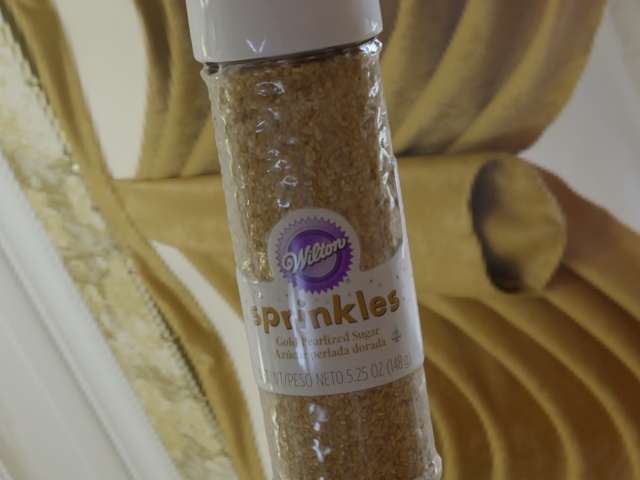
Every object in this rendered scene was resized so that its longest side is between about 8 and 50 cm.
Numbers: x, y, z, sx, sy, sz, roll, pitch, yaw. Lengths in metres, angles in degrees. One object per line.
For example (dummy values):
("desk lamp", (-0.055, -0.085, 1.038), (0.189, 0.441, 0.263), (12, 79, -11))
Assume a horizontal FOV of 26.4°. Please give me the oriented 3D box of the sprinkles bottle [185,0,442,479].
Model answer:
("sprinkles bottle", (0.000, 0.000, 0.893), (0.121, 0.121, 0.355), (-21, -73, -42))
